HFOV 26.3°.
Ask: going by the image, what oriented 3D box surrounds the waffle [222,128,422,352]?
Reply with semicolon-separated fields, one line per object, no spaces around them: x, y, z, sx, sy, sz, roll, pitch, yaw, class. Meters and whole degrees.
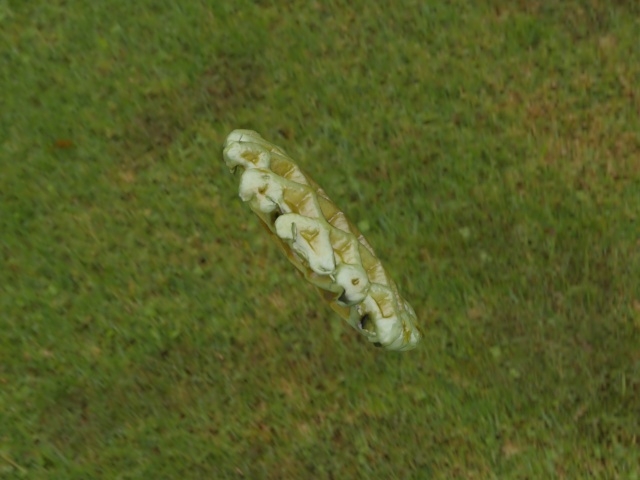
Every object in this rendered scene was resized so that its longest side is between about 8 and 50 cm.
0.000;0.000;1.030;0.054;0.208;0.214;-40;86;0;waffle
